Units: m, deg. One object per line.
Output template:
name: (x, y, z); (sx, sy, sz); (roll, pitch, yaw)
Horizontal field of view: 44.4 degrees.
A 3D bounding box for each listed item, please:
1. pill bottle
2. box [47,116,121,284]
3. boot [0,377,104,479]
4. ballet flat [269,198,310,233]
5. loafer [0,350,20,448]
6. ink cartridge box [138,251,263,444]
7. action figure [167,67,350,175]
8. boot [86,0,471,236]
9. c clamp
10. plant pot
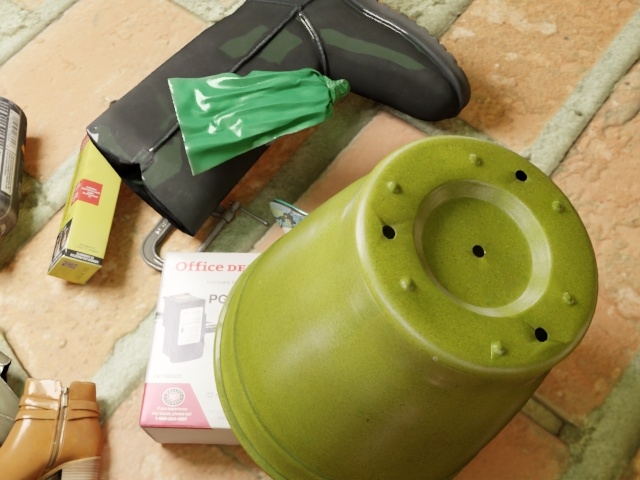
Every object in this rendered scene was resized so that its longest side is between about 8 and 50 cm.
pill bottle: (-0.510, -0.088, 1.155); (0.130, 0.130, 0.245); (-6, 62, 2)
box: (-0.334, -0.059, 1.143); (0.058, 0.087, 0.232); (20, 60, -26)
boot: (-0.368, 0.245, 0.969); (0.197, 0.073, 0.152); (11, 64, -34)
ballet flat: (0.000, 0.000, 1.107); (0.188, 0.070, 0.070); (22, 67, 19)
loafer: (-0.460, 0.178, 1.046); (0.087, 0.094, 0.251); (-24, 70, -34)
ink cartridge box: (-0.126, 0.138, 1.021); (0.172, 0.100, 0.237); (0, 63, 4)
action figure: (-0.071, -0.175, 1.037); (0.232, 0.063, 0.137); (-15, 83, -5)
boot: (-0.055, -0.176, 1.129); (0.367, 0.146, 0.445); (40, 69, 13)
c clamp: (-0.180, -0.009, 1.146); (0.137, 0.022, 0.160); (35, 70, 20)
plant pot: (0.095, 0.075, 0.834); (0.366, 0.353, 0.366); (7, 62, -14)
